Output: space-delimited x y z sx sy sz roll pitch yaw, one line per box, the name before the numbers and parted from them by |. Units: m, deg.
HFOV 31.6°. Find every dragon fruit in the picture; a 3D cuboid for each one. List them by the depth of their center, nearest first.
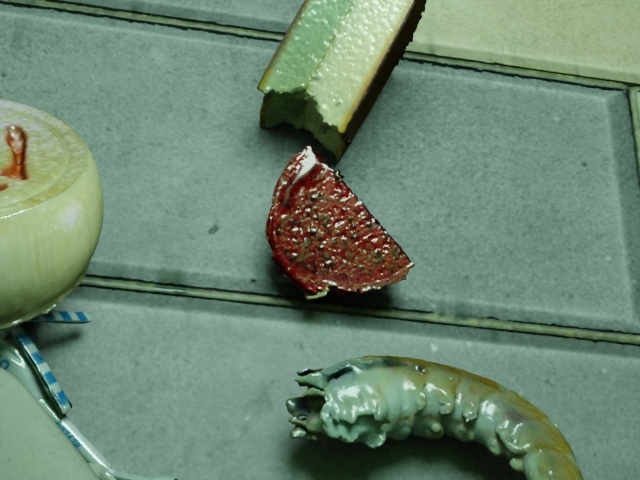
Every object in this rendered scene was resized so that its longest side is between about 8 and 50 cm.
dragon fruit | 0.000 0.000 1.114 0.106 0.083 0.162 -42 94 -10

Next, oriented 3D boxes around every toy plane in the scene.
toy plane | -0.245 0.138 0.980 0.273 0.107 0.182 36 23 -4

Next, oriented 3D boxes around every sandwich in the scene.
sandwich | 0.025 -0.197 1.144 0.108 0.220 0.186 29 59 3

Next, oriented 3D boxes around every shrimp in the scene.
shrimp | 0.129 0.177 1.002 0.287 0.068 0.185 29 30 26

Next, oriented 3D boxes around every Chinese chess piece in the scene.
Chinese chess piece | -0.324 -0.028 0.974 0.270 0.112 0.270 6 29 -3

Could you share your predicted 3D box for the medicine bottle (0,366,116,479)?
medicine bottle | -0.226 0.282 0.783 0.375 0.123 0.282 56 48 -11
